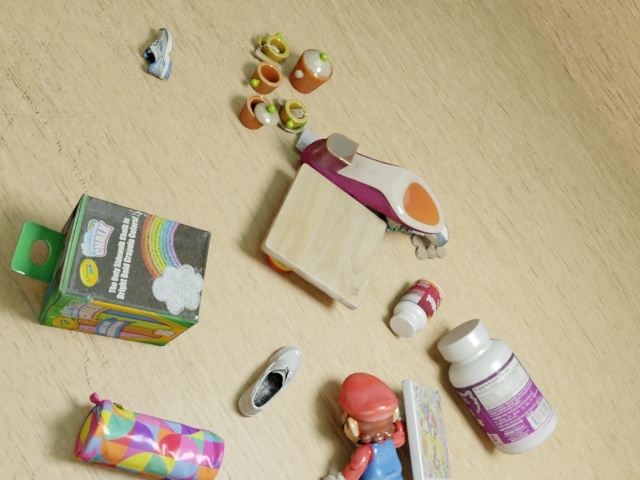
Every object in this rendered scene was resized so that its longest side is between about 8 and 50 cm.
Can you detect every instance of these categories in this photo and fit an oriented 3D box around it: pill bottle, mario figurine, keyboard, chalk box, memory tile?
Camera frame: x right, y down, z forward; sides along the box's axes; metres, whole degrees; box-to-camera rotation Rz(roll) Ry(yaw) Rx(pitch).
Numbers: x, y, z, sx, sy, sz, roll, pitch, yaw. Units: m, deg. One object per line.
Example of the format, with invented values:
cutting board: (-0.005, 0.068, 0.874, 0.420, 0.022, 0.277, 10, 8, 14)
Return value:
pill bottle: (0.418, 0.346, 1.425, 0.169, 0.169, 0.301, -34, 89, -42)
mario figurine: (0.098, 0.431, 1.206, 0.198, 0.170, 0.320, 15, 64, -73)
keyboard: (0.046, -0.189, 1.523, 0.256, 0.014, 0.072, 37, 48, -20)
pill bottle: (0.233, 0.166, 1.436, 0.086, 0.086, 0.152, 50, 49, -4)
chalk box: (-0.361, 0.052, 0.999, 0.289, 0.179, 0.180, 18, 59, -27)
memory tile: (0.285, -0.017, 1.618, 0.113, 0.012, 0.147, -4, 71, -38)

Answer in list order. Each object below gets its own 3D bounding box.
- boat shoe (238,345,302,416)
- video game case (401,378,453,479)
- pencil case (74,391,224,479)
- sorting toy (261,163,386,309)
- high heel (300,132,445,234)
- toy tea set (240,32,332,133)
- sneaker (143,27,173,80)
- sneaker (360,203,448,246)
boat shoe: (-0.088, 0.270, 1.161, 0.184, 0.063, 0.066, -36, 91, -42)
video game case: (0.236, 0.430, 1.281, 0.206, 0.026, 0.226, 36, 43, -55)
pencil case: (-0.278, 0.333, 0.969, 0.237, 0.104, 0.104, 28, 53, -24)
sorting toy: (0.000, 0.000, 1.348, 0.256, 0.089, 0.257, 35, 51, -17)
high heel: (0.128, -0.129, 1.442, 0.377, 0.181, 0.127, 38, 70, -15)
toy tea set: (-0.078, -0.394, 1.470, 0.200, 0.124, 0.335, 28, 53, -22)
sneaker: (-0.366, -0.428, 1.326, 0.058, 0.052, 0.135, 7, 63, -29)
sneaker: (0.208, -0.062, 1.536, 0.283, 0.110, 0.122, 39, 81, -13)
